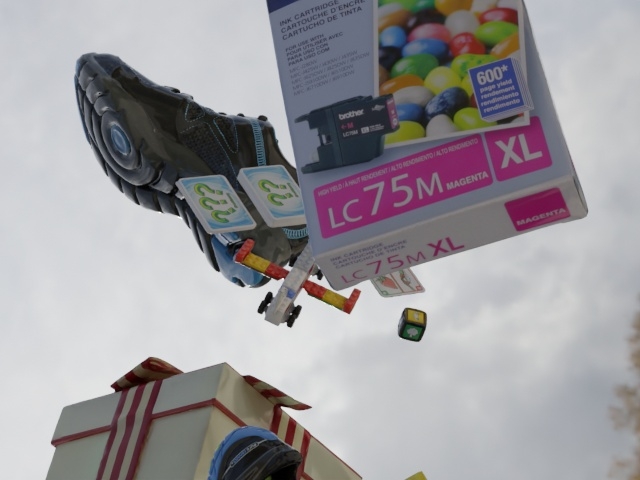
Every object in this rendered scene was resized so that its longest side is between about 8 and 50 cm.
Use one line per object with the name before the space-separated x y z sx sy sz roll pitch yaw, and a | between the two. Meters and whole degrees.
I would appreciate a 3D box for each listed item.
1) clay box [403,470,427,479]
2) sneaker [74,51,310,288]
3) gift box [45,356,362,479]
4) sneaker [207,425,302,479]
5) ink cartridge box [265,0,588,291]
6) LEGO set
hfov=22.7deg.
clay box | 0.063 0.180 0.615 0.053 0.127 0.222 -29 -35 -3
sneaker | -0.127 -0.089 1.671 0.140 0.341 0.125 -33 -26 -29
gift box | -0.104 0.274 1.537 0.255 0.276 0.258 48 -140 -38
sneaker | -0.045 0.232 1.173 0.067 0.078 0.188 -7 -76 -48
ink cartridge box | 0.063 -0.129 1.152 0.065 0.186 0.311 58 -162 -53
LEGO set | 0.000 0.000 1.437 0.183 0.244 0.060 -7 -45 -30
